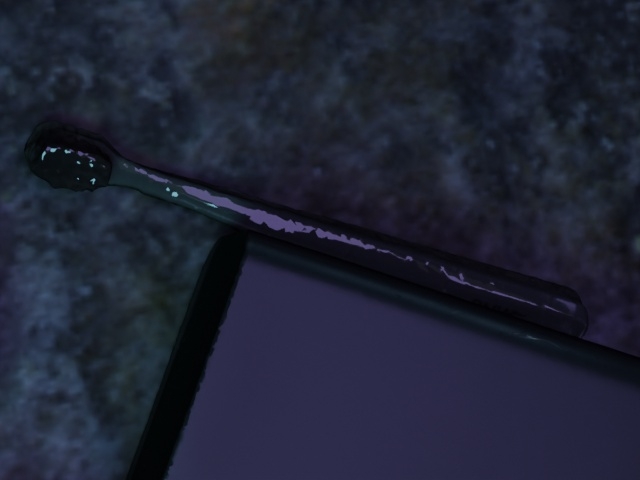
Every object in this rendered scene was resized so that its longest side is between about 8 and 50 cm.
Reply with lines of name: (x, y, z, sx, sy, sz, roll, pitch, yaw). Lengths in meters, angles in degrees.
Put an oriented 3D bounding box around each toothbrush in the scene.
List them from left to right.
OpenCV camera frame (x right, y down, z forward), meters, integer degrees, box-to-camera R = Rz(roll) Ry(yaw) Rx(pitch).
toothbrush: (0.000, 0.000, 0.897, 0.297, 0.030, 0.030, 18, 106, -16)

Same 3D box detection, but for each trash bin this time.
trash bin: (0.039, 0.103, 0.851, 0.225, 0.115, 0.165, 21, 84, -13)
